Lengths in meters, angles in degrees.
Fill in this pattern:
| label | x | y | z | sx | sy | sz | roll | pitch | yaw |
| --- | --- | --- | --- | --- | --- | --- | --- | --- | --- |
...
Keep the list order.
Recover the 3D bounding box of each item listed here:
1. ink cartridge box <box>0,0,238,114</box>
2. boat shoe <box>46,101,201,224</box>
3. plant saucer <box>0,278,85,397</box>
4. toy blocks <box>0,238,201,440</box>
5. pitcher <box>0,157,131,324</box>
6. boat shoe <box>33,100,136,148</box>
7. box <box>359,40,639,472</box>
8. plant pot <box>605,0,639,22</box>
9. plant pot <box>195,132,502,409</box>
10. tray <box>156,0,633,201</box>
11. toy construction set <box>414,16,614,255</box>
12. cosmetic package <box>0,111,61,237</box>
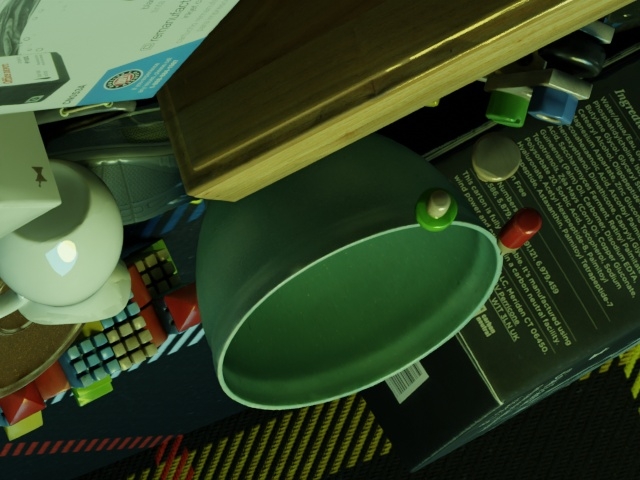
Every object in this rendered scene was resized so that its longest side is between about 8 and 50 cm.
| label | x | y | z | sx | sy | sz | roll | pitch | yaw |
| --- | --- | --- | --- | --- | --- | --- | --- | --- | --- |
| ink cartridge box | -0.227 | -0.181 | 1.253 | 0.307 | 0.129 | 0.223 | -10 | 165 | -32 |
| boat shoe | -0.162 | -0.095 | 1.778 | 0.320 | 0.103 | 0.118 | -13 | 149 | -17 |
| plant saucer | -0.316 | 0.048 | 1.842 | 0.310 | 0.050 | 0.311 | -37 | 146 | -31 |
| toy blocks | -0.286 | 0.111 | 2.132 | 0.381 | 0.191 | 0.261 | -27 | -173 | -25 |
| pitcher | -0.268 | 0.015 | 1.681 | 0.177 | 0.125 | 0.207 | -18 | 158 | -10 |
| boat shoe | -0.270 | -0.107 | 1.638 | 0.227 | 0.069 | 0.081 | -23 | 166 | 20 |
| box | 0.276 | 0.017 | 2.217 | 0.471 | 0.297 | 0.480 | -30 | 171 | -16 |
| plant pot | 0.279 | -0.271 | 1.400 | 0.188 | 0.167 | 0.187 | -8 | 166 | 1 |
| plant pot | 0.000 | 0.000 | 1.744 | 0.293 | 0.196 | 0.293 | -21 | 151 | -13 |
| tray | 0.044 | -0.203 | 1.365 | 0.411 | 0.203 | 0.076 | -26 | 164 | 30 |
| toy construction set | 0.124 | -0.135 | 1.603 | 0.257 | 0.309 | 0.237 | -9 | 171 | -3 |
| cosmetic package | -0.426 | -0.027 | 1.574 | 0.365 | 0.155 | 0.197 | -27 | 165 | 33 |
